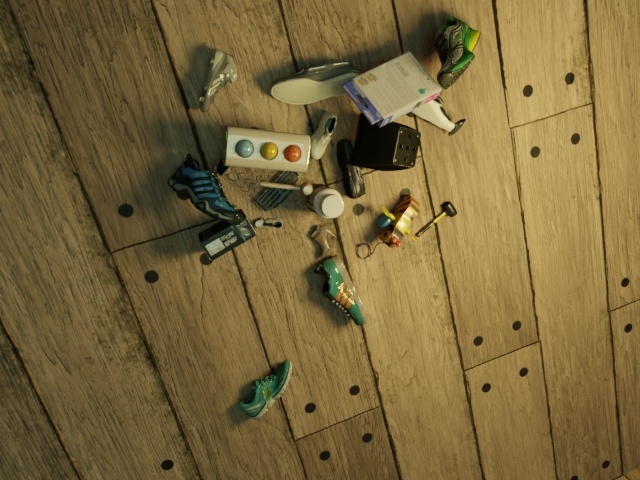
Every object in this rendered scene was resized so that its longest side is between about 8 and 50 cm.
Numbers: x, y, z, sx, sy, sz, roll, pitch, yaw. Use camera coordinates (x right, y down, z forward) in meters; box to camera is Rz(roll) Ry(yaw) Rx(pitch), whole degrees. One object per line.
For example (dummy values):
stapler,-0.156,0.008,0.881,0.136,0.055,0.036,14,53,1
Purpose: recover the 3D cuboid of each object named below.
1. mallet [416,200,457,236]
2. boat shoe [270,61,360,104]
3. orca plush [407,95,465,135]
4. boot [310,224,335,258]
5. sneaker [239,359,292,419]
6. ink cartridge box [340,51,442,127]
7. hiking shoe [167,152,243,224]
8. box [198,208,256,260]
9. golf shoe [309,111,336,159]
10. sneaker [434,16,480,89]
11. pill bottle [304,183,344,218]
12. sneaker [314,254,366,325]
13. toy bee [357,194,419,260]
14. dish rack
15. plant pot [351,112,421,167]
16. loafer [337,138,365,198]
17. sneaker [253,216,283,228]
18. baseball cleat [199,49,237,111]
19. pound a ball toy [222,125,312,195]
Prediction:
mallet,0.469,-0.073,2.002,0.062,0.039,0.190,43,93,-17
boat shoe,-0.019,-0.554,1.726,0.319,0.116,0.099,-10,63,-6
orca plush,0.418,-0.511,1.841,0.287,0.151,0.102,21,65,-15
boot,0.000,0.000,1.885,0.087,0.042,0.118,27,94,-14
sneaker,-0.208,0.575,1.938,0.110,0.107,0.275,39,91,-11
ink cartridge box,0.236,-0.506,1.687,0.311,0.065,0.186,-30,76,-22
hiking shoe,-0.366,-0.164,1.632,0.304,0.113,0.132,34,94,14
box,-0.325,-0.022,1.727,0.180,0.147,0.077,-31,110,-7
golf shoe,0.008,-0.370,1.768,0.069,0.086,0.176,15,101,-21
sneaker,0.451,-0.659,1.747,0.146,0.134,0.343,30,51,-9
pill bottle,0.017,-0.137,1.770,0.108,0.193,0.108,-4,105,-15
sneaker,0.074,0.210,1.926,0.121,0.108,0.302,-27,101,-7
toy bee,0.290,-0.032,1.893,0.195,0.162,0.298,17,98,-21
dish rack,-0.212,-0.239,1.744,0.208,0.074,0.271,-47,111,0
plant pot,0.243,-0.337,1.761,0.188,0.167,0.187,1,103,-44
loafer,0.117,-0.266,1.835,0.078,0.076,0.223,-21,107,-27
sneaker,-0.188,-0.063,1.811,0.109,0.044,0.040,-4,107,-13
baseball cleat,-0.334,-0.517,1.642,0.109,0.072,0.206,11,104,-25
pound a ball toy,-0.159,-0.258,1.647,0.319,0.136,0.208,3,103,-18
